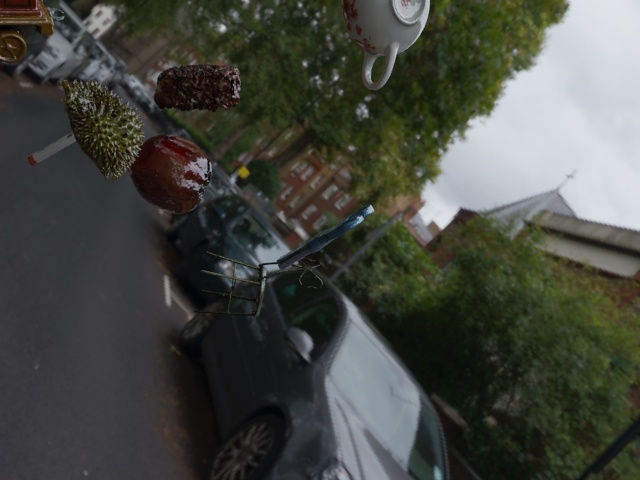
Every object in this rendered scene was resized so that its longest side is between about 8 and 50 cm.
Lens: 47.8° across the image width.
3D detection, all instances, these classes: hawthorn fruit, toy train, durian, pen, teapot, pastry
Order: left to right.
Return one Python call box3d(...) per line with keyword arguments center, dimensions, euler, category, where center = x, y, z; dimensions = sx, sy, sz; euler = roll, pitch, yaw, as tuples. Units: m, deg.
box3d(center=(-0.714, -0.497, 1.483), dimensions=(0.163, 0.368, 0.232), euler=(54, -39, 36), category="toy train")
box3d(center=(-0.621, -0.253, 1.792), dimensions=(0.028, 0.239, 0.028), euler=(60, 7, -12), category="pen")
box3d(center=(-0.355, -0.203, 1.178), dimensions=(0.208, 0.102, 0.147), euler=(58, 17, -57), category="durian")
box3d(center=(-0.375, -0.160, 1.690), dimensions=(0.235, 0.181, 0.181), euler=(15, 1, -6), category="hawthorn fruit")
box3d(center=(-0.282, -0.353, 1.655), dimensions=(0.115, 0.208, 0.097), euler=(-64, 154, -59), category="pastry")
box3d(center=(0.103, -0.362, 1.142), dimensions=(0.116, 0.246, 0.159), euler=(19, 10, 39), category="teapot")

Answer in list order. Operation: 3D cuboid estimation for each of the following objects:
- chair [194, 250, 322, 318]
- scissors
box3d(center=(-0.169, 0.131, 1.978), dimensions=(0.325, 0.170, 0.160), euler=(9, 21, -7), category="chair")
box3d(center=(0.000, 0.000, 1.524), dimensions=(0.030, 0.256, 0.125), euler=(56, 33, -4), category="scissors")
